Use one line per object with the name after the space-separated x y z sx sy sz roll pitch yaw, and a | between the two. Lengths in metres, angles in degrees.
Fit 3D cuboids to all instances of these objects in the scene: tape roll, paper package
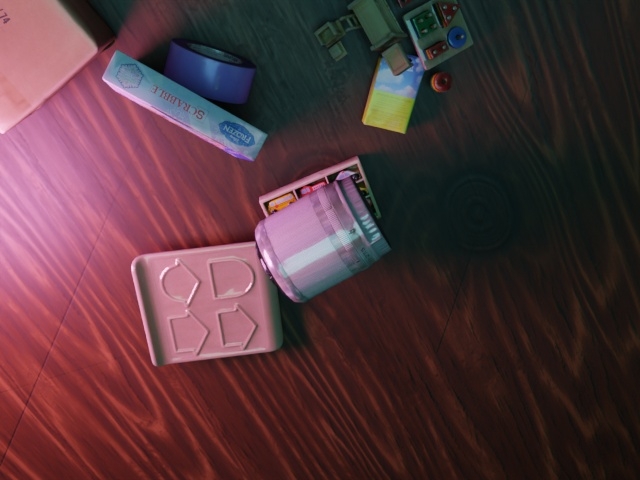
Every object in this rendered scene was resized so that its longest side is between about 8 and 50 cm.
-0.237 -0.366 1.416 0.189 0.189 0.080 16 112 -12 | tape roll
-0.651 -0.445 1.357 0.309 0.168 0.325 -36 112 12 | paper package

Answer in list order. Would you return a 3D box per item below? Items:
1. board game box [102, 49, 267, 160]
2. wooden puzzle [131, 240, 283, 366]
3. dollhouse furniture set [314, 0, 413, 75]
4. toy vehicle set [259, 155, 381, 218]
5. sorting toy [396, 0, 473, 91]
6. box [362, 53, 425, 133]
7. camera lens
-0.284 -0.272 1.381 0.318 0.319 0.066 28 91 -15 | board game box
-0.284 0.156 1.703 0.348 0.080 0.322 -8 114 -7 | wooden puzzle
0.106 -0.425 1.459 0.161 0.101 0.182 -29 90 32 | dollhouse furniture set
0.000 -0.083 1.643 0.267 0.035 0.166 -23 114 5 | toy vehicle set
0.267 -0.480 1.468 0.132 0.046 0.274 -31 108 -9 | sorting toy
0.172 -0.350 1.539 0.109 0.042 0.178 11 111 -11 | box
0.000 0.000 1.538 0.274 0.219 0.219 -29 113 7 | camera lens
